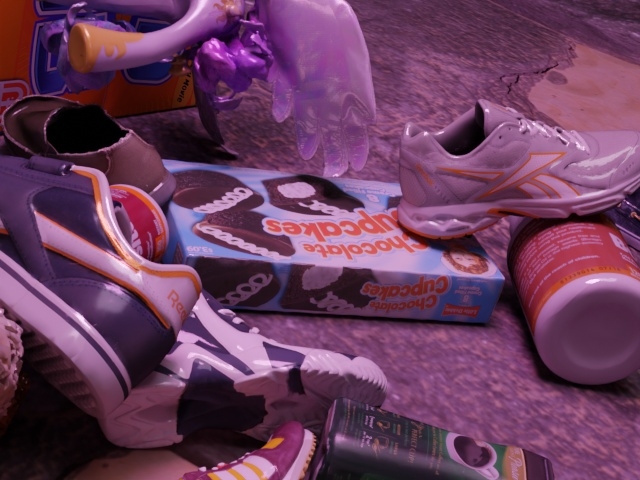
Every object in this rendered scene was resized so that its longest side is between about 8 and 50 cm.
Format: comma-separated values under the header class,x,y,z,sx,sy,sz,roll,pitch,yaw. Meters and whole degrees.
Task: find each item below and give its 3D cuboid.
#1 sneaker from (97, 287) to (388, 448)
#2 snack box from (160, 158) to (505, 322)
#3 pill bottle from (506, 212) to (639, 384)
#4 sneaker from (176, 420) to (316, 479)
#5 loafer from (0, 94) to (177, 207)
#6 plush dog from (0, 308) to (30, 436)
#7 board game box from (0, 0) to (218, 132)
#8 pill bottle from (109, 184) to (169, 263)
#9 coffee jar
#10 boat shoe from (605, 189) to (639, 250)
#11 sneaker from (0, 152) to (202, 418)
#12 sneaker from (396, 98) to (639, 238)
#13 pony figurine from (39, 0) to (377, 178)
class,x,y,z,sx,sy,sz,roll,pitch,yaw
sneaker,-0.072,0.085,1.014,0.235,0.094,0.153,-5,41,-17
snack box,0.000,0.000,1.248,0.322,0.060,0.187,5,30,-22
pill bottle,0.252,0.035,1.253,0.121,0.121,0.216,11,29,-10
sneaker,-0.061,0.175,0.882,0.084,0.069,0.185,23,27,2
loafer,-0.233,-0.103,1.228,0.251,0.087,0.094,24,54,41
plush dog,-0.308,0.062,0.841,0.225,0.262,0.210,11,60,10
board game box,-0.324,-0.372,1.439,0.356,0.356,0.356,36,33,32
pill bottle,-0.202,0.013,1.088,0.086,0.086,0.152,24,29,14
coffee jar,0.086,0.183,0.937,0.184,0.079,0.096,16,20,1
boat shoe,0.405,-0.025,1.488,0.183,0.083,0.065,28,30,21
sneaker,-0.226,-0.002,0.950,0.321,0.126,0.127,35,63,23
sneaker,0.200,-0.085,1.233,0.262,0.121,0.099,-13,27,-7
pony figurine,-0.104,-0.243,1.266,0.363,0.351,0.303,-8,15,-42
